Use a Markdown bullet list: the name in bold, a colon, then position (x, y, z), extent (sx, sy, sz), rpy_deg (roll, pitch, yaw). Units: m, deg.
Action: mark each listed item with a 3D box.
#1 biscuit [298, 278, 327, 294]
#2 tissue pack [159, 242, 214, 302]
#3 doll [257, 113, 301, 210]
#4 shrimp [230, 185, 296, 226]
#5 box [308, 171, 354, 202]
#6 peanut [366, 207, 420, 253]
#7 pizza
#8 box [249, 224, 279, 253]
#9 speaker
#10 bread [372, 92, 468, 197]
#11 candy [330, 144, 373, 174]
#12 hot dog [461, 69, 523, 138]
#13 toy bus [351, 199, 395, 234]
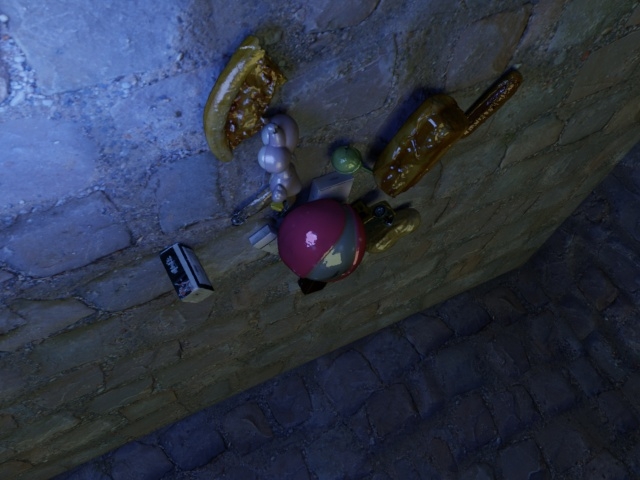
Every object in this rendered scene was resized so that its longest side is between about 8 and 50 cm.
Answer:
- **biscuit**: position (-0.005, 0.133, 2.366), extent (0.106, 0.070, 0.252), rpy_deg (-15, 153, -31)
- **tissue pack**: position (-0.409, 0.101, 1.728), extent (0.090, 0.170, 0.103), rpy_deg (-34, 158, 10)
- **doll**: position (-0.103, -0.205, 1.500), extent (0.094, 0.160, 0.365), rpy_deg (13, 158, 9)
- **shrimp**: position (-0.173, -0.100, 1.749), extent (0.219, 0.046, 0.152), rpy_deg (-33, 153, 6)
- **box**: position (0.034, -0.163, 1.847), extent (0.130, 0.051, 0.129), rpy_deg (-21, 155, -20)
- **peanut**: position (0.285, -0.036, 2.303), extent (0.274, 0.111, 0.125), rpy_deg (-40, 150, 21)
- **pizza**: position (-0.175, -0.311, 1.289), extent (0.182, 0.074, 0.365), rpy_deg (-10, 150, -36)
- **box**: position (-0.170, 0.000, 1.955), extent (0.084, 0.040, 0.154), rpy_deg (-33, 155, 16)
- **speaker**: position (0.000, 0.000, 1.850), extent (0.294, 0.294, 0.294), rpy_deg (-24, 156, -12)
- **bread**: position (0.295, -0.293, 1.748), extent (0.195, 0.149, 0.344), rpy_deg (-26, 162, -44)
- **candy**: position (0.127, -0.235, 1.792), extent (0.093, 0.092, 0.335), rpy_deg (-25, 167, 22)
- **hot dog**: position (0.552, -0.441, 1.865), extent (0.088, 0.061, 0.286), rpy_deg (-19, 158, -49)
- **toy bus**: position (0.111, -0.042, 2.080), extent (0.335, 0.123, 0.121), rpy_deg (-35, 154, 12)
